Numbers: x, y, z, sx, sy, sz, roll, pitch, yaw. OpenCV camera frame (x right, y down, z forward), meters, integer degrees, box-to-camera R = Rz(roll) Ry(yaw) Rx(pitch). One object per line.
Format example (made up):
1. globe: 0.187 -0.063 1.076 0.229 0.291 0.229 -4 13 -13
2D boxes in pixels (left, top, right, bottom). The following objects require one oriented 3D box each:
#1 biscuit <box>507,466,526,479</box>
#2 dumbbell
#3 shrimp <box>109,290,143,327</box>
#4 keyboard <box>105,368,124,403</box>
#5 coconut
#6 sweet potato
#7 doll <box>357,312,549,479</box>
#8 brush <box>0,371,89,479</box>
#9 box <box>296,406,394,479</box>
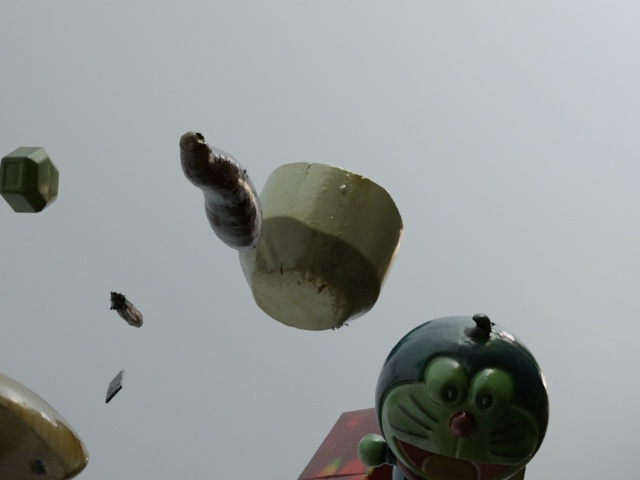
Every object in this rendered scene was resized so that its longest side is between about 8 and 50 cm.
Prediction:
1. biscuit: 0.269 0.373 1.347 0.219 0.033 0.220 2 -93 -33
2. dumbbell: -0.621 -0.110 1.426 0.108 0.301 0.122 22 -111 -80
3. shrimp: -0.423 0.142 1.710 0.043 0.091 0.184 -41 -10 -12
4. keyboard: -0.460 0.325 1.797 0.010 0.155 0.053 44 -95 -12
5. coconut: 0.000 0.000 1.520 0.323 0.322 0.323 -28 -56 -53
6. sweet potato: -0.087 -0.041 0.759 0.265 0.057 0.057 79 -148 -68
7. doll: 0.154 0.220 0.947 0.186 0.198 0.322 -67 -8 -59
8. brush: -0.434 0.260 0.994 0.166 0.266 0.174 -34 -46 -78
9. box: 0.066 0.455 1.582 0.089 0.197 0.313 60 -140 -14
